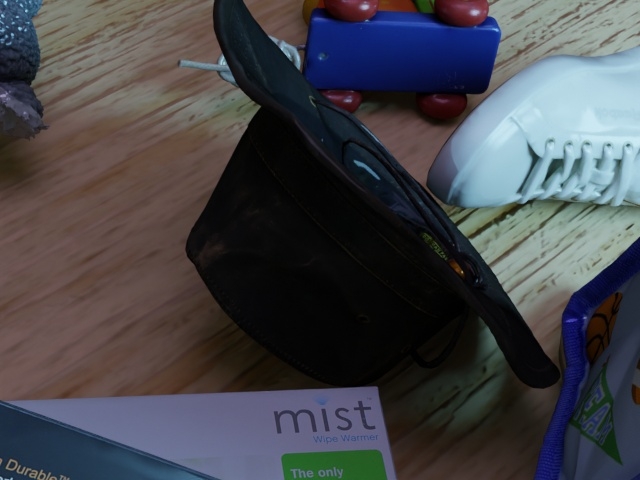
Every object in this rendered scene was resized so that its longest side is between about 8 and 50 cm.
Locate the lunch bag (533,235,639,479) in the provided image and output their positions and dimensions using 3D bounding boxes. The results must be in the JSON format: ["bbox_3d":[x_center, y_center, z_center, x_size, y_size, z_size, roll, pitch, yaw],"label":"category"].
[{"bbox_3d":[0.344,0.070,0.672,0.327,0.385,0.239,27,48,-9],"label":"lunch bag"}]

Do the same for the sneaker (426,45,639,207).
[{"bbox_3d":[0.209,-0.070,0.993,0.290,0.106,0.123,-22,58,-36],"label":"sneaker"}]

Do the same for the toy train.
[{"bbox_3d":[0.006,-0.178,1.069,0.248,0.105,0.143,1,38,-11],"label":"toy train"}]

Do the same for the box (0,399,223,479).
[{"bbox_3d":[-0.114,0.215,0.477,0.295,0.073,0.293,25,61,-28],"label":"box"}]

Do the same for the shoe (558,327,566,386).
[{"bbox_3d":[0.194,0.106,0.885,0.076,0.058,0.219,1,41,16],"label":"shoe"}]

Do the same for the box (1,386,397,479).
[{"bbox_3d":[-0.085,0.205,0.686,0.262,0.127,0.231,0,51,-12],"label":"box"}]

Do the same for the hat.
[{"bbox_3d":[0.000,0.000,0.838,0.134,0.331,0.331,-40,57,9],"label":"hat"}]

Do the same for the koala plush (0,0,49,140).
[{"bbox_3d":[-0.294,-0.142,0.923,0.221,0.203,0.196,9,47,-20],"label":"koala plush"}]
